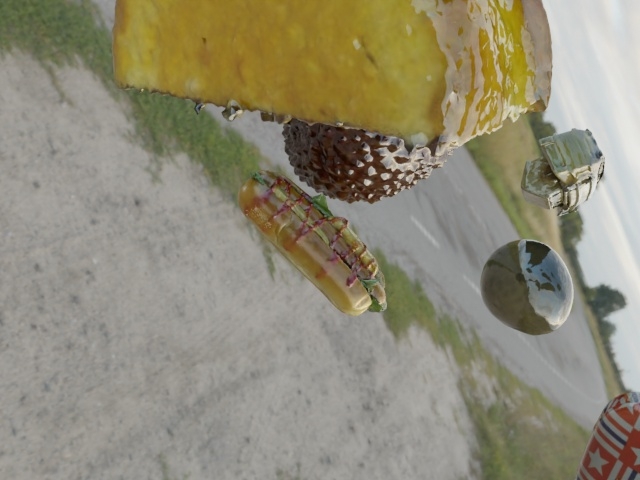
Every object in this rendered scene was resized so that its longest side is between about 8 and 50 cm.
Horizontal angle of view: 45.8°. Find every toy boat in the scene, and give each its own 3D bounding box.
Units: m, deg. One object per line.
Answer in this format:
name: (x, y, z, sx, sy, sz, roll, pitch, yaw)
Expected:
toy boat: (0.495, -0.141, 1.588, 0.135, 0.162, 0.445, 69, 13, 12)

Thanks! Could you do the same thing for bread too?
bread: (-0.002, -0.188, 0.556, 0.194, 0.340, 0.178, -33, 133, -53)

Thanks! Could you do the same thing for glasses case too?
glasses case: (0.207, 0.192, 0.518, 0.049, 0.073, 0.194, -39, 138, -54)

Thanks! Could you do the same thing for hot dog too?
hot dog: (0.000, 0.000, 1.000, 0.250, 0.076, 0.104, 44, 36, 3)

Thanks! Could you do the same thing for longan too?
longan: (0.432, 0.097, 1.594, 0.198, 0.198, 0.212, 52, 12, -46)

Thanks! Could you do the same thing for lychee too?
lychee: (0.067, -0.187, 1.071, 0.276, 0.304, 0.275, 173, -90, -81)
